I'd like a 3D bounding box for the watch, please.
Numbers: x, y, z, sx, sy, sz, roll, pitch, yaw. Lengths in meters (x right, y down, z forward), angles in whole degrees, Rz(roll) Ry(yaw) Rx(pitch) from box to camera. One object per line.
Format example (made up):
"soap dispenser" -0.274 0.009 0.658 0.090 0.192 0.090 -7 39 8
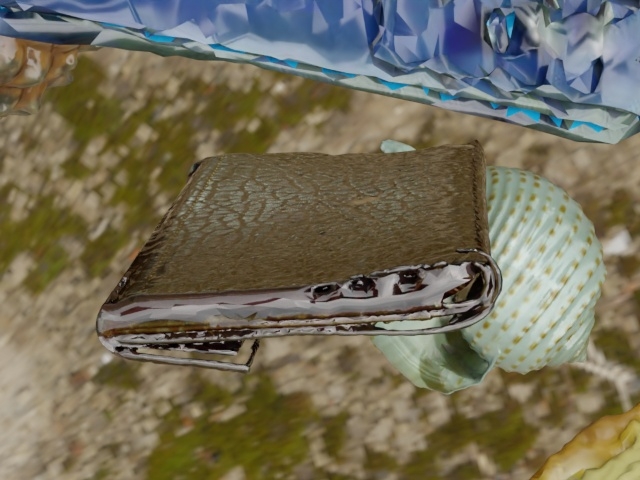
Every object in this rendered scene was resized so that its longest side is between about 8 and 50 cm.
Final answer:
"watch" -0.005 -0.116 0.305 0.275 0.276 0.068 10 59 -16

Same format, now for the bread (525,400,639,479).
"bread" 0.228 0.093 0.672 0.340 0.194 0.179 -38 107 -21

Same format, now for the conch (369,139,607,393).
"conch" 0.120 0.014 1.424 0.131 0.172 0.200 -11 64 -40

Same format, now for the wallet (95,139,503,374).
"wallet" 0.000 0.000 0.745 0.133 0.243 0.039 -4 101 4

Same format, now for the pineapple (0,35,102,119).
"pineapple" -0.174 -0.124 0.942 0.166 0.193 0.166 -1 92 -32
